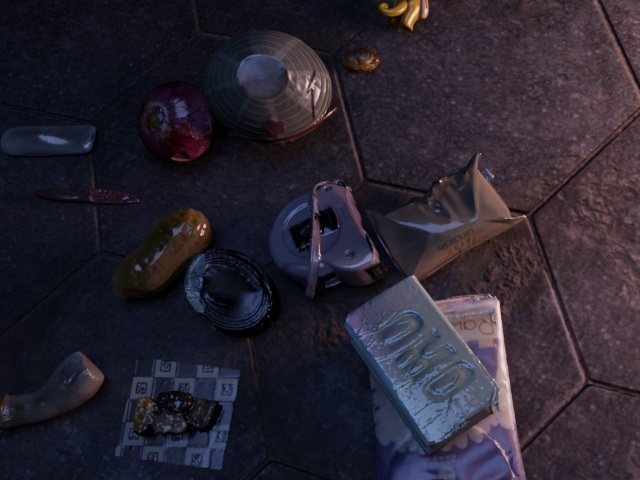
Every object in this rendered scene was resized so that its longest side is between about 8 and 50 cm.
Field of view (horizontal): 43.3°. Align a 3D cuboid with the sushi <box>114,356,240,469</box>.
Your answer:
[{"bbox_3d":[-0.272,0.311,1.490,0.215,0.050,0.192,4,67,13],"label":"sushi"}]

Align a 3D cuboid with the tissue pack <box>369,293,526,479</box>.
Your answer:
[{"bbox_3d":[0.203,0.271,1.367,0.243,0.125,0.343,-8,62,10],"label":"tissue pack"}]

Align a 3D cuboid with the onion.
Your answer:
[{"bbox_3d":[-0.302,-0.248,1.700,0.177,0.153,0.177,-3,77,12],"label":"onion"}]

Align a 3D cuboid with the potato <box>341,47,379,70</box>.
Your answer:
[{"bbox_3d":[0.087,-0.391,1.738,0.083,0.040,0.051,2,61,11],"label":"potato"}]

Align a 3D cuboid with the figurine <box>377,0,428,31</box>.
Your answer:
[{"bbox_3d":[0.220,-0.576,1.758,0.156,0.131,0.246,18,81,35],"label":"figurine"}]

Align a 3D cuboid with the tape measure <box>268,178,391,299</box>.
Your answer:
[{"bbox_3d":[0.000,0.000,1.538,0.197,0.120,0.236,-27,58,7],"label":"tape measure"}]

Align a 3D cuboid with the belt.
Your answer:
[{"bbox_3d":[-0.173,0.101,1.550,0.198,0.078,0.151,35,81,22],"label":"belt"}]

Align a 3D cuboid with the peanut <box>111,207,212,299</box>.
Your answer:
[{"bbox_3d":[-0.318,0.029,1.601,0.236,0.110,0.120,-40,86,0],"label":"peanut"}]

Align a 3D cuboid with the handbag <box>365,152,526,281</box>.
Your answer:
[{"bbox_3d":[0.225,-0.040,1.509,0.271,0.117,0.182,-31,76,0],"label":"handbag"}]

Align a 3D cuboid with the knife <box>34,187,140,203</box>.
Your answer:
[{"bbox_3d":[-0.505,-0.097,1.746,0.248,0.018,0.035,4,64,11],"label":"knife"}]

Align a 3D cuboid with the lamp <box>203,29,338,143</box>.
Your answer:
[{"bbox_3d":[-0.102,-0.310,1.644,0.266,0.233,0.233,-5,65,5],"label":"lamp"}]

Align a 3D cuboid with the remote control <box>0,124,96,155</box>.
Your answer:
[{"bbox_3d":[-0.617,-0.231,1.813,0.229,0.044,0.073,0,63,13],"label":"remote control"}]

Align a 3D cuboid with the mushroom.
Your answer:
[{"bbox_3d":[-0.522,0.299,1.535,0.223,0.081,0.092,-30,97,2],"label":"mushroom"}]

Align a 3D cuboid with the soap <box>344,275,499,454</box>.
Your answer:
[{"bbox_3d":[0.161,0.198,1.288,0.150,0.094,0.261,-34,60,-3],"label":"soap"}]
